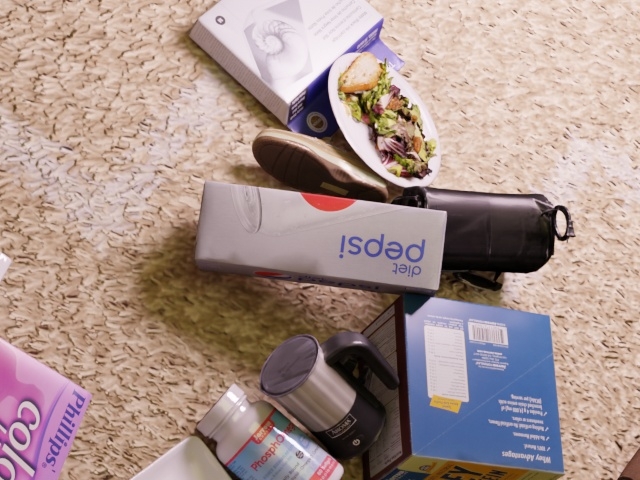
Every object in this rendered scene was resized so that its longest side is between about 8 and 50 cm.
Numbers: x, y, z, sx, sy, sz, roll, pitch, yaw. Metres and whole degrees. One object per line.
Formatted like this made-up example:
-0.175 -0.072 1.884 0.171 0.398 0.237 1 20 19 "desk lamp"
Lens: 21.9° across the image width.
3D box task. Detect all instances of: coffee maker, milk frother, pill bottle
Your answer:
0.190 -0.019 2.046 0.178 0.171 0.120 2 64 -24 "coffee maker"
0.005 0.152 1.892 0.129 0.143 0.135 -47 123 -5 "milk frother"
-0.059 0.237 1.853 0.160 0.087 0.087 41 56 -1 "pill bottle"

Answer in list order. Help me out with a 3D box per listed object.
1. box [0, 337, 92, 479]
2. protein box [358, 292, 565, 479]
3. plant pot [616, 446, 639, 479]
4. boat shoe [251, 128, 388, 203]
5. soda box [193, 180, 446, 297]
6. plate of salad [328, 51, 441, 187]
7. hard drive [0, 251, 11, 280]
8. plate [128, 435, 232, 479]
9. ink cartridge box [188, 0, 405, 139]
-0.388 0.198 1.663 0.243 0.117 0.214 37 55 -26 "box"
0.163 0.191 1.948 0.199 0.136 0.201 9 62 -21 "protein box"
0.486 0.278 2.029 0.230 0.215 0.215 -30 79 -18 "plant pot"
-0.002 -0.100 2.071 0.190 0.068 0.072 25 44 -24 "boat shoe"
0.000 0.000 1.930 0.286 0.091 0.098 8 81 1 "soda box"
0.090 -0.159 2.117 0.199 0.048 0.200 29 44 -32 "plate of salad"
-0.492 0.099 1.753 0.210 0.040 0.319 30 56 -9 "hard drive"
-0.141 0.377 1.740 0.278 0.045 0.277 51 39 6 "plate"
-0.020 -0.258 2.146 0.224 0.045 0.223 43 55 0 "ink cartridge box"
